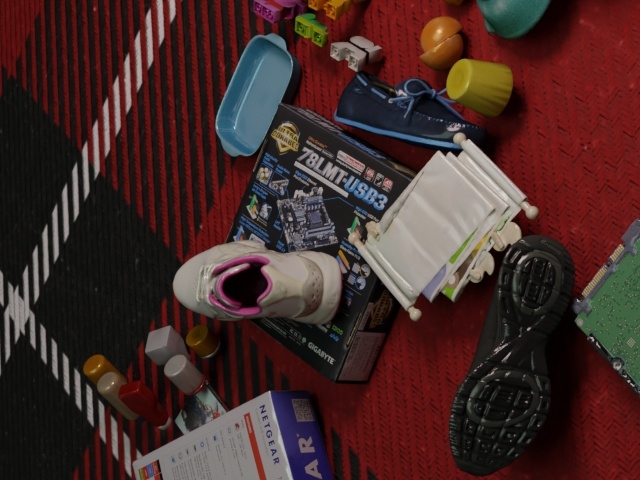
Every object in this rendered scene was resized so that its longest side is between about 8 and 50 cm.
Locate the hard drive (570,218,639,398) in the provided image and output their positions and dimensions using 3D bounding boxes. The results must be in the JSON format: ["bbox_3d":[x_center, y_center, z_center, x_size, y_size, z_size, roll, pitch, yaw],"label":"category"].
[{"bbox_3d":[0.441,0.106,1.563,0.339,0.064,0.237,51,118,35],"label":"hard drive"}]

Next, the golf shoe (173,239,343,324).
[{"bbox_3d":[-0.112,0.052,1.953,0.306,0.140,0.115,-3,85,46],"label":"golf shoe"}]

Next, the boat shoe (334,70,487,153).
[{"bbox_3d":[0.111,-0.172,1.892,0.258,0.109,0.089,20,95,41],"label":"boat shoe"}]

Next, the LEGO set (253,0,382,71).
[{"bbox_3d":[0.015,-0.324,2.027,0.227,0.093,0.087,36,135,38],"label":"LEGO set"}]

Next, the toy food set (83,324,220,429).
[{"bbox_3d":[-0.238,0.211,2.188,0.232,0.104,0.111,-20,41,23],"label":"toy food set"}]

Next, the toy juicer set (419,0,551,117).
[{"bbox_3d":[0.229,-0.332,1.827,0.329,0.089,0.209,-67,30,18],"label":"toy juicer set"}]

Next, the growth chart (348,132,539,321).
[{"bbox_3d":[0.149,-0.011,1.800,0.237,0.021,0.172,-46,65,29],"label":"growth chart"}]

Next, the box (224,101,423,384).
[{"bbox_3d":[0.000,0.000,1.994,0.295,0.073,0.293,33,106,41],"label":"box"}]

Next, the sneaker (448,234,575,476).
[{"bbox_3d":[0.226,0.139,1.720,0.109,0.130,0.286,21,85,5],"label":"sneaker"}]

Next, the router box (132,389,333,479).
[{"bbox_3d":[-0.101,0.413,2.013,0.301,0.082,0.336,-30,67,36],"label":"router box"}]

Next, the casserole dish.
[{"bbox_3d":[-0.087,-0.208,2.132,0.114,0.037,0.188,38,111,40],"label":"casserole dish"}]

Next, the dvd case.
[{"bbox_3d":[-0.162,0.272,2.150,0.119,0.013,0.087,48,116,35],"label":"dvd case"}]
